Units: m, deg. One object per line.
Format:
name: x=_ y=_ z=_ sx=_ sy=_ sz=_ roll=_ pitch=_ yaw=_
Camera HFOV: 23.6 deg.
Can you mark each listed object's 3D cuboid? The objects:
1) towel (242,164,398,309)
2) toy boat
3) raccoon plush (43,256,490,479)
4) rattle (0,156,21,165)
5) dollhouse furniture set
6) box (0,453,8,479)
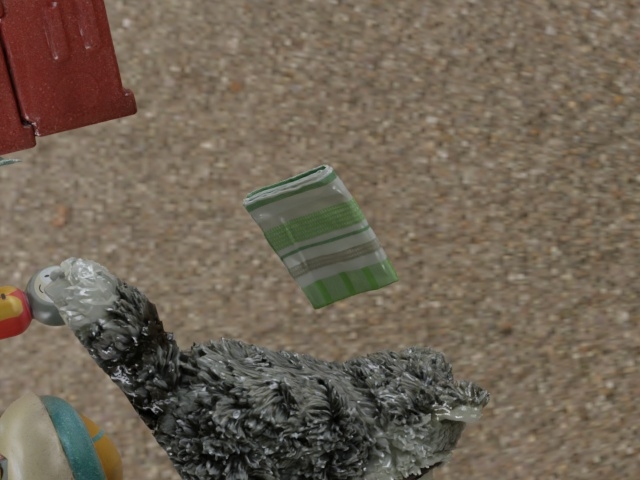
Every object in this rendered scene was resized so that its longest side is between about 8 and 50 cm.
towel: x=0.000 y=0.000 z=1.595 sx=0.113 sy=0.023 sz=0.152 roll=-19 pitch=116 yaw=29
toy boat: x=-0.292 y=0.193 z=1.688 sx=0.267 sy=0.148 sz=0.318 roll=-165 pitch=58 yaw=-72
raccoon plush: x=-0.025 y=0.133 z=1.528 sx=0.299 sy=0.446 sz=0.216 roll=-35 pitch=41 yaw=-3
rattle: x=-0.420 y=-0.073 z=1.774 sx=0.130 sy=0.199 sz=0.143 roll=-103 pitch=5 yaw=-52
dollhouse furniture set: x=-0.253 y=-0.255 z=1.013 sx=0.201 sy=0.152 sz=0.374 roll=-132 pitch=28 yaw=-51
box: x=-0.337 y=0.213 z=1.400 sx=0.137 sy=0.027 sz=0.094 roll=25 pitch=121 yaw=36
